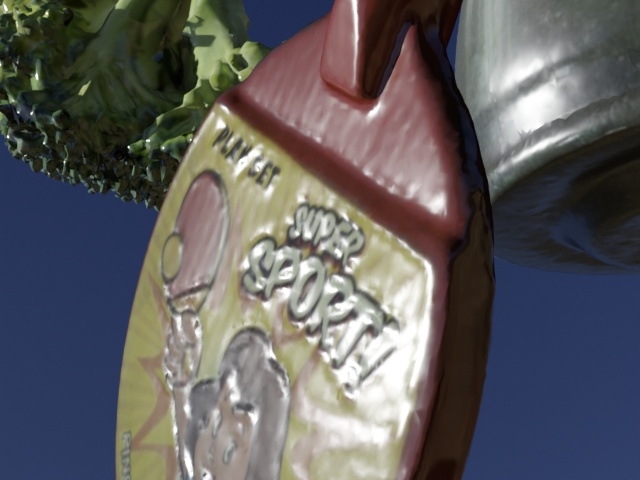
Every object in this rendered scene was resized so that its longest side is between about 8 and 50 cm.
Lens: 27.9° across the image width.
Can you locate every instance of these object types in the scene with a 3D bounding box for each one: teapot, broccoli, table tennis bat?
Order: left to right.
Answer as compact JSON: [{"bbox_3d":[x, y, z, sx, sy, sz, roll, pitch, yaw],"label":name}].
[{"bbox_3d":[-0.101,-0.211,0.962,0.353,0.397,0.275,9,-8,24],"label":"broccoli"},{"bbox_3d":[0.000,0.000,0.418,0.038,0.200,0.310,9,-74,-32],"label":"table tennis bat"},{"bbox_3d":[0.209,-0.126,0.551,0.321,0.239,0.239,-11,-17,20],"label":"teapot"}]
